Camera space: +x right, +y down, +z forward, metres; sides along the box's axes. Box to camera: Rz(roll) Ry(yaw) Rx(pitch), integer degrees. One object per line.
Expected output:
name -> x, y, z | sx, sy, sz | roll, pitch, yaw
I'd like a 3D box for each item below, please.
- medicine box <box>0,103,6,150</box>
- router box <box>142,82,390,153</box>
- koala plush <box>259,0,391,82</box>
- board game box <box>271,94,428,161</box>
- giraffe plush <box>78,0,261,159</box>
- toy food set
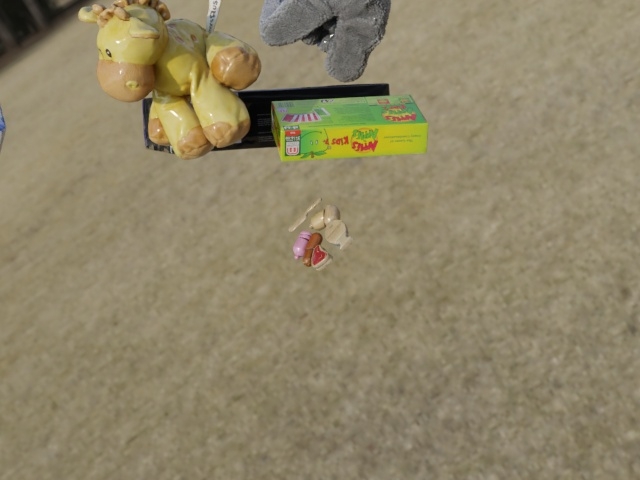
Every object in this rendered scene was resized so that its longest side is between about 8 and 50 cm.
medicine box -> -0.558, -0.142, 1.462 | 0.149, 0.263, 0.289 | -71, 23, 13
router box -> -0.084, -0.173, 1.609 | 0.308, 0.081, 0.243 | -5, 7, -15
koala plush -> 0.036, -0.413, 1.836 | 0.203, 0.196, 0.221 | -45, 24, 49
board game box -> 0.034, -0.141, 1.418 | 0.181, 0.043, 0.092 | -4, 31, -9
giraffe plush -> -0.188, -0.211, 1.326 | 0.181, 0.210, 0.170 | -14, -17, 38
toy food set -> 0.000, 0.000, 1.316 | 0.078, 0.019, 0.122 | -45, 29, 11
